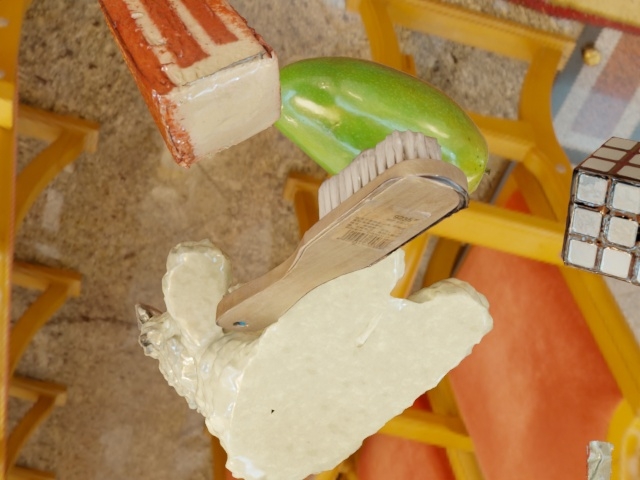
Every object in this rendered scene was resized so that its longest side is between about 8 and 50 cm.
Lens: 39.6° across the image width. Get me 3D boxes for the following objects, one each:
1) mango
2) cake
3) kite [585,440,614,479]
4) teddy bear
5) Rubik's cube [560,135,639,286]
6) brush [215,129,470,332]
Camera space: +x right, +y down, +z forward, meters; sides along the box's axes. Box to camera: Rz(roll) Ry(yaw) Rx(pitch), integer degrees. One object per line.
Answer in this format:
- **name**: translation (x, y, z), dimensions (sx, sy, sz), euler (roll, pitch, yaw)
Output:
- **mango**: translation (0.084, -0.170, 1.404), dimensions (0.381, 0.201, 0.225), euler (21, 166, -11)
- **cake**: translation (-0.160, -0.221, 1.123), dimensions (0.158, 0.262, 0.160), euler (-25, 140, -12)
- **kite**: translation (0.172, 0.253, 0.557), dimensions (0.229, 0.250, 0.012), euler (4, 168, -17)
- **teddy bear**: translation (-0.048, 0.088, 1.032), dimensions (0.327, 0.362, 0.375), euler (34, 103, -25)
- **Rubik's cube**: translation (0.461, -0.043, 1.298), dimensions (0.163, 0.162, 0.161), euler (17, 122, 29)
- **brush**: translation (0.000, 0.000, 0.735), dimensions (0.070, 0.065, 0.327), euler (15, 148, -28)
